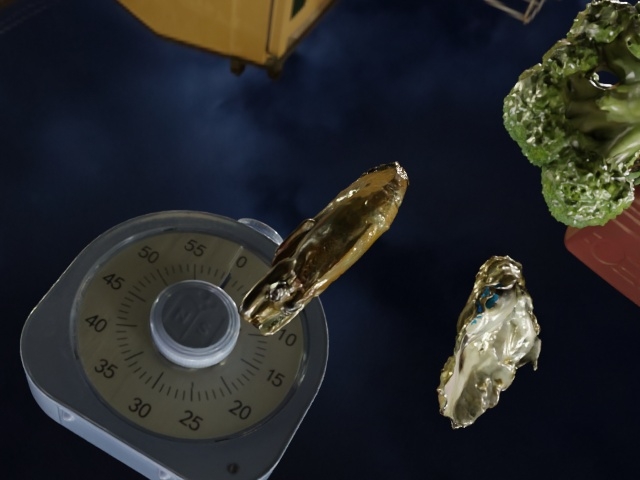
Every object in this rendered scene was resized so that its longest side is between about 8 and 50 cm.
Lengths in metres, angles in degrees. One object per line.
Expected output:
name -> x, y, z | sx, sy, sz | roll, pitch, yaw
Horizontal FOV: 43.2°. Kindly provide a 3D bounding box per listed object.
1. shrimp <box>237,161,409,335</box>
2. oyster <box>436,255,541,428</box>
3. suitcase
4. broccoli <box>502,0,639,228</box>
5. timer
shrimp -> -0.001, -0.001, 0.903 | 0.253, 0.173, 0.058 | -43, -73, -13
oyster -> 0.240, 0.158, 1.204 | 0.223, 0.214, 0.083 | -32, -147, -30
suitcase -> 0.591, -0.001, 1.375 | 0.297, 0.236, 0.161 | 36, -128, -2
broccoli -> 0.384, -0.175, 1.014 | 0.302, 0.186, 0.254 | -32, -123, 13
timer -> -0.168, 0.123, 1.085 | 0.395, 0.173, 0.395 | 5, -118, -9
